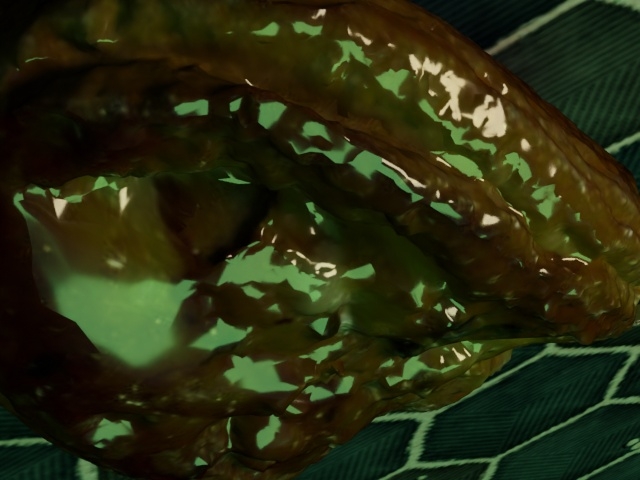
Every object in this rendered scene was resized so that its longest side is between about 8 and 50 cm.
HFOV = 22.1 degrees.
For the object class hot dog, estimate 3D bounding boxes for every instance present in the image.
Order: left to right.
[{"bbox_3d":[0.000,0.000,0.736,0.267,0.174,0.387,-32,153,22],"label":"hot dog"}]

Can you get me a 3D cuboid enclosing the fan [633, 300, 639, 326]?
[{"bbox_3d":[0.275,0.025,1.169,0.226,0.008,0.152,12,136,-47],"label":"fan"}]
